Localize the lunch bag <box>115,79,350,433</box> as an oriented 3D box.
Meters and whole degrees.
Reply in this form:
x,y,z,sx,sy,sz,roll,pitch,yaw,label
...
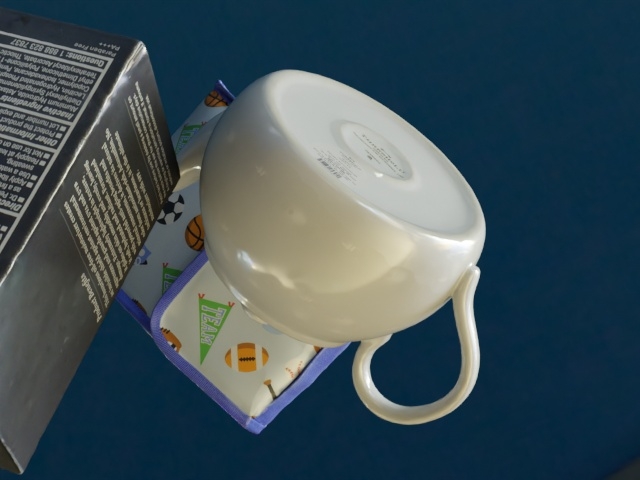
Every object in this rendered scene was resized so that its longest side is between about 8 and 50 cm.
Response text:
x,y,z,sx,sy,sz,roll,pitch,yaw,label
-0.098,0.024,1.824,0.328,0.385,0.239,-47,-35,-1,lunch bag

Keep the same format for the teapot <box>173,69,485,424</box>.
x,y,z,sx,sy,sz,roll,pitch,yaw,label
0.000,0.000,1.120,0.252,0.256,0.187,22,-62,-27,teapot

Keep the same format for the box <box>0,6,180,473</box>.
x,y,z,sx,sy,sz,roll,pitch,yaw,label
-0.309,-0.021,1.043,0.296,0.294,0.182,15,-32,16,box
